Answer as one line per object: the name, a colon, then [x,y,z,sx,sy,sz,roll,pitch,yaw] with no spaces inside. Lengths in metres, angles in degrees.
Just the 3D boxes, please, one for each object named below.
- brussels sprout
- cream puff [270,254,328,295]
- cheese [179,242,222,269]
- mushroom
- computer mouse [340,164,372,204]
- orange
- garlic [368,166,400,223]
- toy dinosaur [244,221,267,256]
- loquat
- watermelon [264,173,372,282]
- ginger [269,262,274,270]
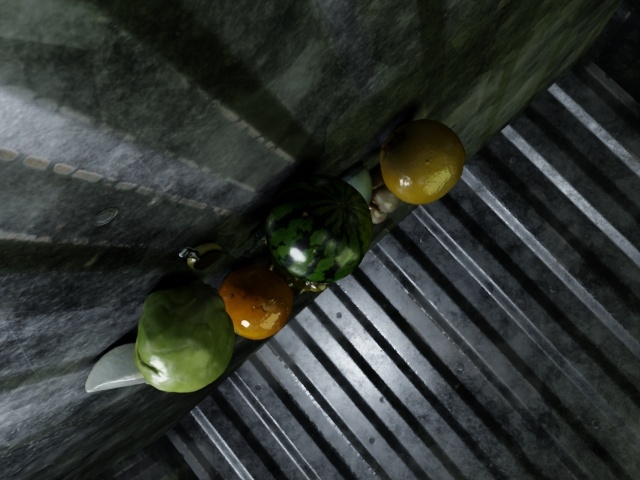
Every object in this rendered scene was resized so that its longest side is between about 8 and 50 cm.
brussels sprout: [-0.351,0.249,1.387,0.243,0.273,0.316,-4,-174,10]
cream puff: [-0.050,0.079,1.810,0.244,0.244,0.196,-43,-164,8]
cheese: [-0.294,0.036,1.288,0.086,0.036,0.162,-39,169,4]
mushroom: [-0.525,0.371,1.598,0.178,0.125,0.397,-21,168,0]
computer mouse: [0.075,-0.108,1.825,0.188,0.121,0.371,-34,170,-33]
orange: [-0.207,0.196,1.698,0.240,0.240,0.240,-40,169,-9]
garlic: [0.223,-0.170,1.965,0.214,0.160,0.191,-41,175,16]
toy dinosaur: [-0.165,-0.011,1.519,0.154,0.049,0.055,-50,170,18]
loquat: [0.305,-0.246,1.672,0.275,0.275,0.275,-40,169,-9]
watermelon: [-0.002,-0.029,1.397,0.285,0.285,0.285,-40,169,-9]
ginger: [-0.131,0.083,1.943,0.205,0.081,0.115,-56,-167,30]
